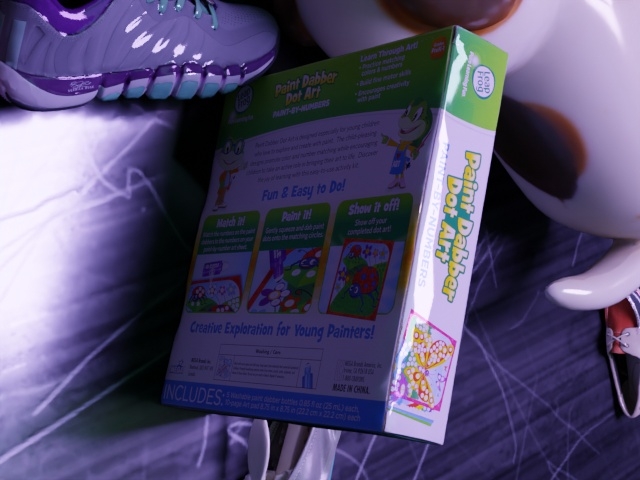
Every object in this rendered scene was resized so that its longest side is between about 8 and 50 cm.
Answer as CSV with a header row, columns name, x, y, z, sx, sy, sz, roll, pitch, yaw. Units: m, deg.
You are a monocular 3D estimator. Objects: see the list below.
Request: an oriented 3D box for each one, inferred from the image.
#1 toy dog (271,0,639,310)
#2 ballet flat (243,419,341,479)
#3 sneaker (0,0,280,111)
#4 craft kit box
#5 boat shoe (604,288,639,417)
name,x,y,z,sx,sy,sz,roll,pitch,yaw
toy dog,0.160,-0.175,0.926,0.408,0.284,0.395,22,92,-34
ballet flat,-0.010,0.115,0.868,0.068,0.072,0.213,26,72,-29
sneaker,-0.111,-0.150,0.776,0.223,0.083,0.098,-18,139,-37
craft kit box,0.000,0.000,0.771,0.061,0.250,0.247,16,78,-36
boat shoe,0.298,0.104,1.125,0.043,0.049,0.137,-26,108,-34
